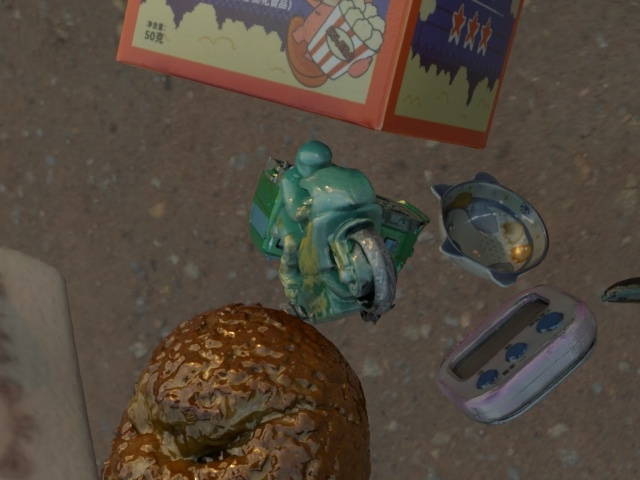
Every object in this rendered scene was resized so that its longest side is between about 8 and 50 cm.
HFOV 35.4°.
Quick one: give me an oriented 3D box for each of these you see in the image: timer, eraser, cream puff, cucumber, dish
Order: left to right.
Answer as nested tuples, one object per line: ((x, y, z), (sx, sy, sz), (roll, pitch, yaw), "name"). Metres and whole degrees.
((-0.227, 0.106, 0.593), (0.095, 0.174, 0.270), (-67, 30, 26), "eraser")
((-0.090, 0.204, 0.932), (0.303, 0.212, 0.303), (-39, 44, 50), "cream puff")
((0.276, -0.007, 1.753), (0.228, 0.236, 0.086), (26, 138, 1), "dish")
((0.254, 0.147, 1.299), (0.208, 0.191, 0.069), (-42, 104, -2), "timer")
((0.613, 0.083, 1.717), (0.056, 0.284, 0.056), (175, 90, -75), "cucumber")

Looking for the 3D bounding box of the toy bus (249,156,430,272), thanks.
((0.027, -0.026, 2.053), (0.199, 0.343, 0.183), (-68, 21, 11), "toy bus")

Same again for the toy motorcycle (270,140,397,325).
((-0.001, 0.000, 1.068), (0.296, 0.109, 0.198), (140, 116, -70), "toy motorcycle")

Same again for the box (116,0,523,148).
((0.017, -0.273, 1.149), (0.349, 0.318, 0.257), (19, 99, 28), "box")
